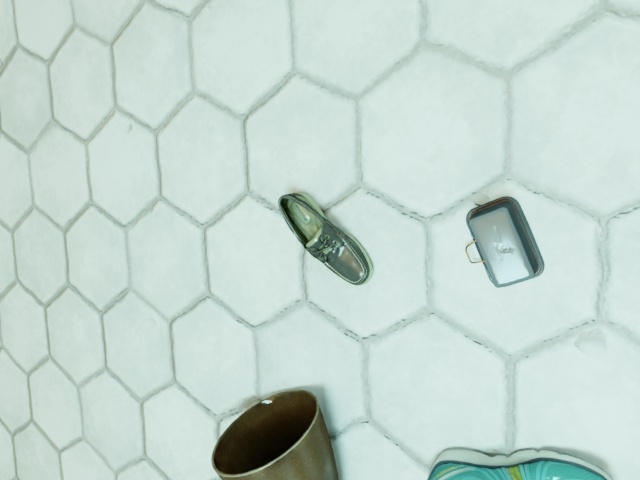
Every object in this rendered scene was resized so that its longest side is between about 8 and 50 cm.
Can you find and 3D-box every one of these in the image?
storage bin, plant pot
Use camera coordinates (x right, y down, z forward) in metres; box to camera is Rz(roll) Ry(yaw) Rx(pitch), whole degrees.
[{"bbox_3d":[0.265,0.008,0.632,0.098,0.091,0.135,-23,84,27],"label":"storage bin"},{"bbox_3d":[-0.054,0.444,0.793,0.215,0.215,0.231,-20,102,27],"label":"plant pot"}]

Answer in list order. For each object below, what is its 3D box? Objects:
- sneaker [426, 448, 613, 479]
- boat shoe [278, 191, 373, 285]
[{"bbox_3d":[0.298,0.396,0.647,0.275,0.110,0.107,-15,89,26],"label":"sneaker"},{"bbox_3d":[0.000,-0.001,0.772,0.223,0.073,0.080,49,113,14],"label":"boat shoe"}]
